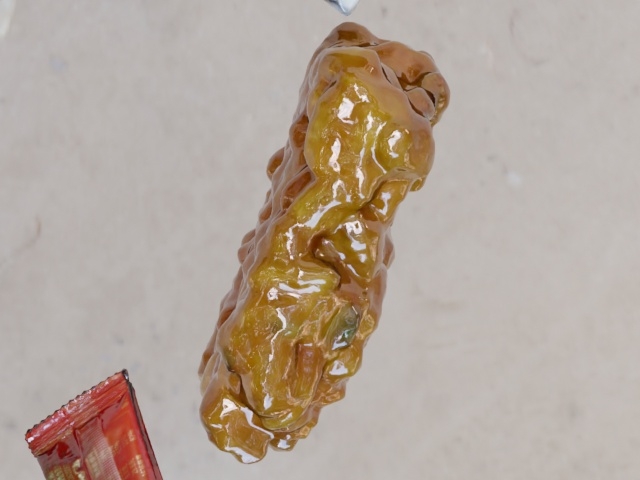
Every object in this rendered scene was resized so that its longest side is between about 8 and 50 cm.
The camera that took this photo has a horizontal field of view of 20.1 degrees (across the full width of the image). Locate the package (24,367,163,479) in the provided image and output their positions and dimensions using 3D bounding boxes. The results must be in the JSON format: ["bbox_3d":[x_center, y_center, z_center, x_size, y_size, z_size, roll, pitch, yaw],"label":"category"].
[{"bbox_3d":[-0.118,0.175,1.081,0.083,0.200,0.022,-36,145,14],"label":"package"}]

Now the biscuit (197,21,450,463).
[{"bbox_3d":[0.000,0.000,1.317,0.110,0.318,0.312,21,95,-5],"label":"biscuit"}]

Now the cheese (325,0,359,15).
[{"bbox_3d":[-0.081,-0.281,1.260,0.034,0.400,0.085,22,105,-53],"label":"cheese"}]
